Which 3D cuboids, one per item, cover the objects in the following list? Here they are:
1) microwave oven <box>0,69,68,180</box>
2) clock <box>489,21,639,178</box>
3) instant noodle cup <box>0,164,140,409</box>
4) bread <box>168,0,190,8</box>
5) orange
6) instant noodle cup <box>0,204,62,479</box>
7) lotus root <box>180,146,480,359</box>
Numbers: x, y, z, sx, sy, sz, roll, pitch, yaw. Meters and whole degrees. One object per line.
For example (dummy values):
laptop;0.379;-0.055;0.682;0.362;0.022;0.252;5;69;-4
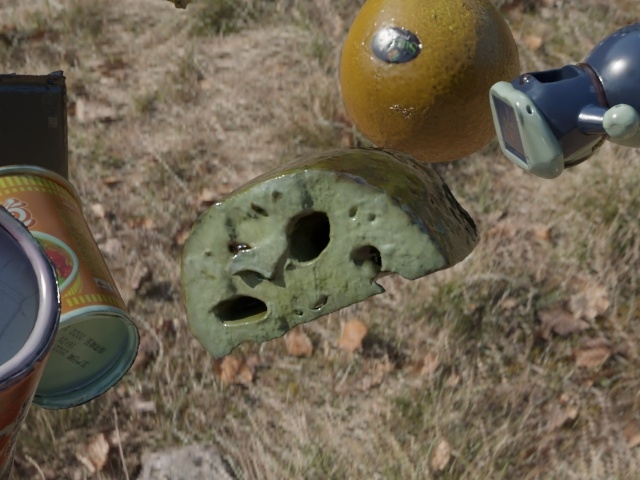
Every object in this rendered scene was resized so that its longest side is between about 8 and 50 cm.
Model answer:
microwave oven;-0.446;-0.102;1.530;0.178;0.188;0.247;-6;97;-44
clock;0.335;-0.164;1.359;0.243;0.147;0.199;-21;17;-2
instant noodle cup;-0.254;0.048;1.042;0.168;0.168;0.185;-27;51;-20
bread;-0.079;-0.197;0.513;0.094;0.245;0.102;27;76;2
orange;0.159;-0.249;1.686;0.274;0.274;0.274;2;58;-4
instant noodle cup;-0.161;0.049;0.449;0.127;0.136;0.127;17;52;-23
lotus root;0.000;0.000;0.913;0.234;0.138;0.119;-17;14;28
